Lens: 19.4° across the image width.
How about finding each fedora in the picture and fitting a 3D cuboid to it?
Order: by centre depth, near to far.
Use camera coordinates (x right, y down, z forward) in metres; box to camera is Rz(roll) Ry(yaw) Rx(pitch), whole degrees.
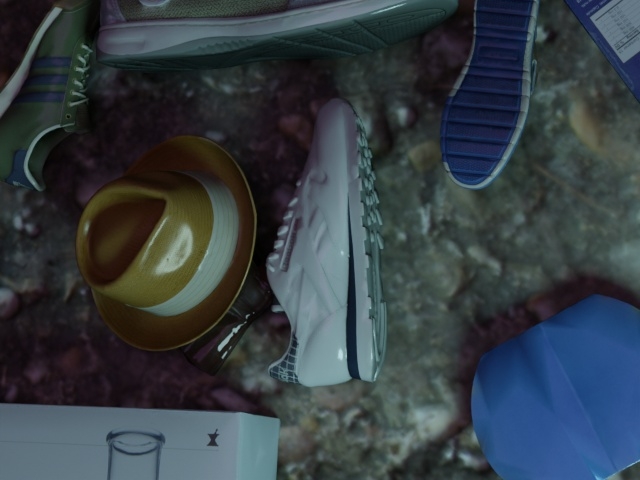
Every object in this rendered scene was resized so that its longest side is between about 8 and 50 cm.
[{"bbox_3d":[-0.142,-0.002,1.546,0.194,0.079,0.194,-8,77,38],"label":"fedora"}]

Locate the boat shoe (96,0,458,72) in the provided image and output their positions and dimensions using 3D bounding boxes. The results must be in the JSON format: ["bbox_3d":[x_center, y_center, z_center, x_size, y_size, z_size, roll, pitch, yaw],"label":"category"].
[{"bbox_3d":[-0.043,-0.204,1.546,0.320,0.118,0.103,-5,85,26],"label":"boat shoe"}]

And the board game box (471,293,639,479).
[{"bbox_3d":[0.202,0.124,1.452,0.169,0.033,0.133,-30,68,9],"label":"board game box"}]

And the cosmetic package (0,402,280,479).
[{"bbox_3d":[-0.229,0.279,1.554,0.377,0.097,0.284,-1,79,20],"label":"cosmetic package"}]

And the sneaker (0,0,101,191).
[{"bbox_3d":[-0.225,-0.128,1.632,0.086,0.064,0.192,37,96,13],"label":"sneaker"}]

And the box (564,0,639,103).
[{"bbox_3d":[0.292,-0.163,1.456,0.136,0.036,0.225,-37,70,12],"label":"box"}]

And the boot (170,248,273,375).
[{"bbox_3d":[-0.095,0.044,1.572,0.106,0.037,0.114,46,103,22],"label":"boot"}]

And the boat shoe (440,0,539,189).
[{"bbox_3d":[0.145,-0.124,1.488,0.066,0.066,0.183,13,81,19],"label":"boat shoe"}]

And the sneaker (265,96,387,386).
[{"bbox_3d":[0.000,0.000,1.508,0.095,0.090,0.235,-3,80,15],"label":"sneaker"}]
